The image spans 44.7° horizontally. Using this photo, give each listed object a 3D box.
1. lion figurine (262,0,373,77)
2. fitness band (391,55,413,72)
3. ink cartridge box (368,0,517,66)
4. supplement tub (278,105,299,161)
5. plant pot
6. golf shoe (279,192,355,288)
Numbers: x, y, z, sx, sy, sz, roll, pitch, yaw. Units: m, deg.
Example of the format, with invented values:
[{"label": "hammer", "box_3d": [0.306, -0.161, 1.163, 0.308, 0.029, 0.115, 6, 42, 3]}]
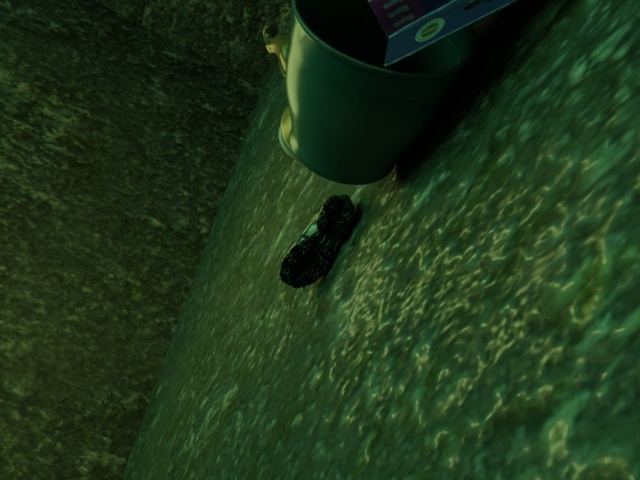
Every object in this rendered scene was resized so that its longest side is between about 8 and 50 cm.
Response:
[{"label": "lion figurine", "box_3d": [0.016, -0.391, 1.415, 0.392, 0.142, 0.240, 126, 143, -47]}, {"label": "fitness band", "box_3d": [0.134, -0.391, 1.380, 0.209, 0.054, 0.290, -52, 29, 23]}, {"label": "ink cartridge box", "box_3d": [0.218, -0.409, 1.031, 0.324, 0.071, 0.330, -22, 35, 30]}, {"label": "supplement tub", "box_3d": [-0.001, -0.256, 1.662, 0.200, 0.144, 0.144, -34, 33, 63]}, {"label": "plant pot", "box_3d": [0.067, -0.234, 1.196, 0.255, 0.272, 0.271, 108, 176, -46]}, {"label": "golf shoe", "box_3d": [0.000, 0.000, 1.391, 0.198, 0.077, 0.094, -52, 6, 19]}]
